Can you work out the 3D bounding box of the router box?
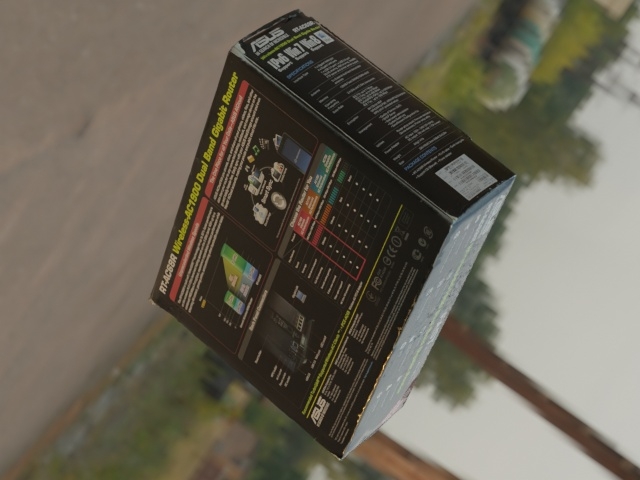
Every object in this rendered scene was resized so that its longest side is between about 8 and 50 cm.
[{"bbox_3d":[0.000,0.000,0.619,0.038,0.092,0.122,-36,158,-42],"label":"router box"}]
